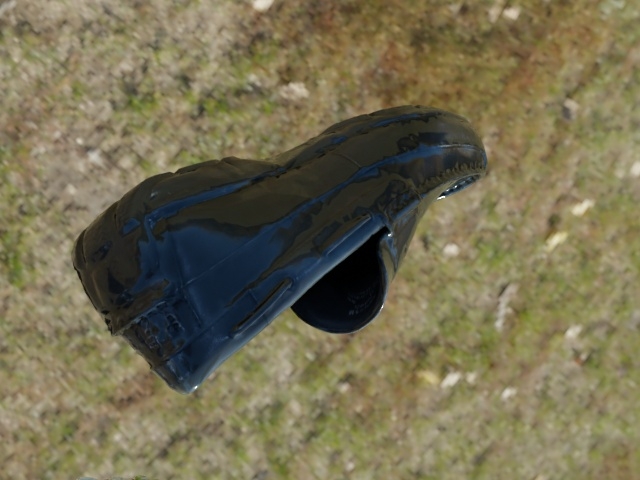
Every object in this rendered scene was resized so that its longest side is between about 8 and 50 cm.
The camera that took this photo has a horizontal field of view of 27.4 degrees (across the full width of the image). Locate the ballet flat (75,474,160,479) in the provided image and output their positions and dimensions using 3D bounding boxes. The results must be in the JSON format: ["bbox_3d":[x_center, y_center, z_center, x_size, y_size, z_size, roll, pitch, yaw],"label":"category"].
[{"bbox_3d":[-0.134,0.191,0.893,0.077,0.241,0.091,37,62,-24],"label":"ballet flat"}]

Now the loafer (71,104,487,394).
[{"bbox_3d":[0.000,0.000,0.524,0.076,0.078,0.223,-34,172,40],"label":"loafer"}]
